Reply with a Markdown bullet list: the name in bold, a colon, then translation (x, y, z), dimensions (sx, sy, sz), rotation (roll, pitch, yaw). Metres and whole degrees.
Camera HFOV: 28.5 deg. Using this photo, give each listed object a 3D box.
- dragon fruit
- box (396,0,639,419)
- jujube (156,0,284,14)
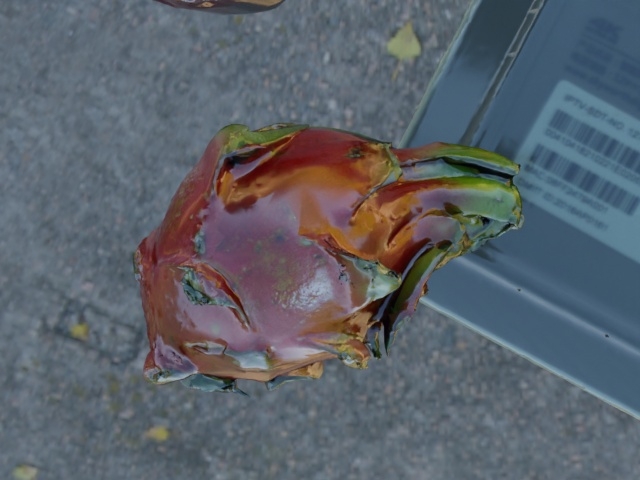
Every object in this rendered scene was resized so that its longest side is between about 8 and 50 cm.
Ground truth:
- **dragon fruit**: translation (0.004, 0.021, 0.882), dimensions (0.269, 0.198, 0.200), rotation (6, 106, -7)
- **box**: translation (0.262, -0.064, 1.052), dimensions (0.367, 0.090, 0.373), rotation (27, 100, 6)
- **jujube**: translation (-0.187, -0.389, 1.398), dimensions (0.376, 0.258, 0.258), rotation (27, 124, -23)
